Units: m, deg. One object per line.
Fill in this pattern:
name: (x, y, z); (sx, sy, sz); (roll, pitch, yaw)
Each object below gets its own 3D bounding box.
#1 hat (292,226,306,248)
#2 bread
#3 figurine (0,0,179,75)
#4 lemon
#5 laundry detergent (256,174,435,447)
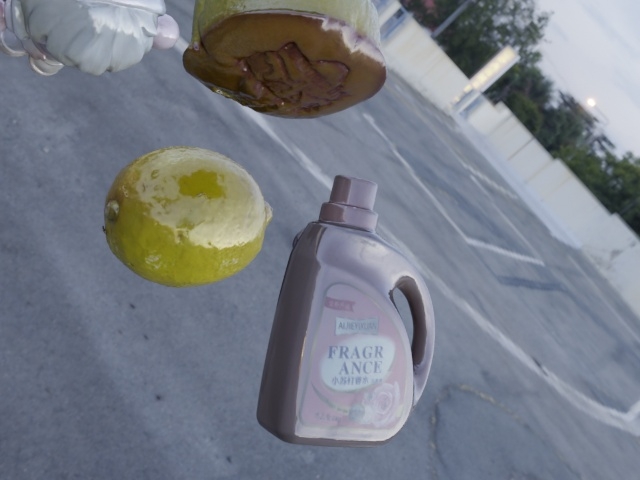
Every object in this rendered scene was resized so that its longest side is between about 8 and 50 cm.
hat: (0.002, -0.002, 0.942); (0.058, 0.087, 0.042); (13, -59, 57)
bread: (-0.045, -0.260, 1.000); (0.270, 0.270, 0.148); (25, 62, -54)
figurine: (-0.229, -0.227, 0.732); (0.182, 0.144, 0.257); (29, -3, -41)
lemon: (-0.214, -0.037, 1.200); (0.263, 0.236, 0.236); (31, 22, -32)
laundry detergent: (0.040, 0.068, 0.694); (0.171, 0.237, 0.076); (13, -1, -33)
